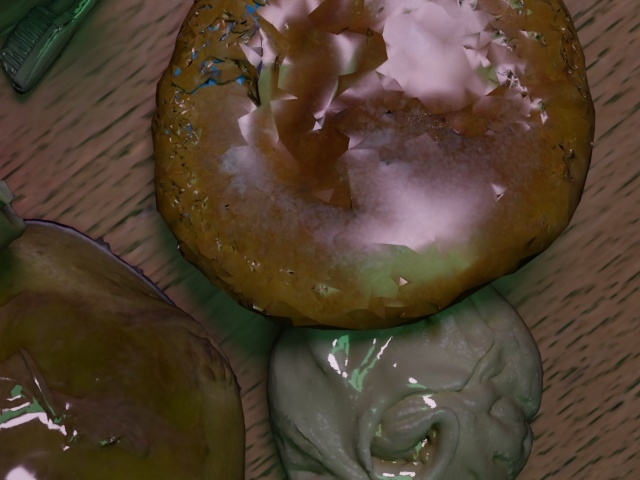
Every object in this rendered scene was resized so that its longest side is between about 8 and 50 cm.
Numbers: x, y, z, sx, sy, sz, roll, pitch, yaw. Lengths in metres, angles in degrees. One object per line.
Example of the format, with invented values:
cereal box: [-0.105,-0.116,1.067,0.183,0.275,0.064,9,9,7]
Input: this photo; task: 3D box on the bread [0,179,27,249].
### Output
bread: [-0.254,-0.139,0.613,0.333,0.160,0.333,0,91,-5]

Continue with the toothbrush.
toothbrush: [-0.089,-0.205,0.702,0.028,0.026,0.294,39,92,2]

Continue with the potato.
potato: [-0.154,0.145,0.665,0.247,0.196,0.299,-4,98,-10]

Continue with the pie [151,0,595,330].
pie: [0.030,-0.074,0.698,0.273,0.069,0.273,1,75,-3]

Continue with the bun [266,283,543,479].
bun: [0.058,0.101,0.729,0.183,0.102,0.183,-4,107,-12]

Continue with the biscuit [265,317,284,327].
biscuit: [0.000,0.000,0.754,0.120,0.015,0.120,-1,100,-9]
